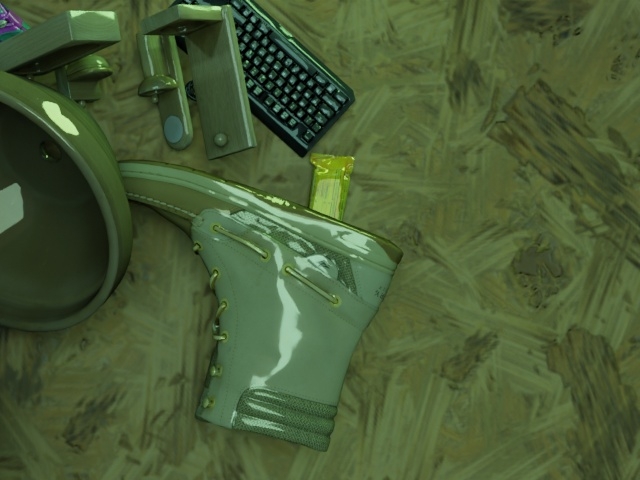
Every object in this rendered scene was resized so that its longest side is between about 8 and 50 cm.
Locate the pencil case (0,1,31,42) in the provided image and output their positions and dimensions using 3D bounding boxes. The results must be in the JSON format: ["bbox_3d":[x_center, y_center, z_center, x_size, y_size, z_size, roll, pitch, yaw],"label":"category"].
[{"bbox_3d":[-0.320,-0.150,1.082,0.152,0.070,0.064,-42,105,-8],"label":"pencil case"}]

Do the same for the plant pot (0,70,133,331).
[{"bbox_3d":[-0.246,-0.050,1.036,0.237,0.237,0.110,38,41,-2],"label":"plant pot"}]

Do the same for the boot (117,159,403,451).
[{"bbox_3d":[-0.083,0.053,1.082,0.262,0.095,0.203,20,91,3],"label":"boot"}]

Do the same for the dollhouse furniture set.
[{"bbox_3d":[-0.166,-0.120,1.059,0.151,0.144,0.123,-9,88,-48],"label":"dollhouse furniture set"}]

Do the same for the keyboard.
[{"bbox_3d":[-0.066,-0.153,1.139,0.180,0.023,0.108,42,81,-1],"label":"keyboard"}]

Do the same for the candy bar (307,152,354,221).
[{"bbox_3d":[0.000,0.000,1.135,0.040,0.018,0.161,9,84,-3],"label":"candy bar"}]
